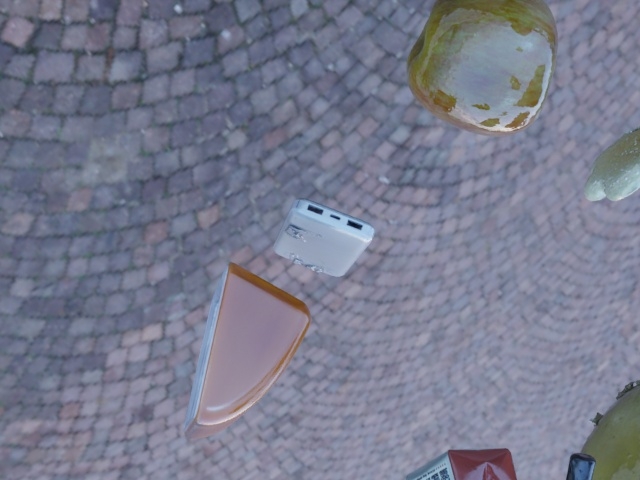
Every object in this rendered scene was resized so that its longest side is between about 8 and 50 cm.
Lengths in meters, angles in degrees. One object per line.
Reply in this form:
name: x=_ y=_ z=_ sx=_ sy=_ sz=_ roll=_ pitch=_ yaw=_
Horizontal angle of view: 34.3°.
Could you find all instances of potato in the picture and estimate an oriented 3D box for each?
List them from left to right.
potato: x=0.744 y=0.438 z=2.058 sx=0.385 sy=0.442 sz=0.319 roll=24 pitch=85 yaw=-27

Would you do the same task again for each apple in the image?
apple: x=0.265 y=-0.304 z=1.728 sx=0.264 sy=0.264 sz=0.264 roll=-25 pitch=143 yaw=-21

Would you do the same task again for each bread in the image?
bread: x=0.504 y=-0.139 z=1.585 sx=0.251 sy=0.039 sz=0.182 roll=-34 pitch=-168 yaw=41

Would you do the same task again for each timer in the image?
timer: x=-0.144 y=0.200 z=1.685 sx=0.250 sy=0.161 sz=0.257 roll=-63 pitch=-177 yaw=-20

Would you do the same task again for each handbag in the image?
handbag: x=0.272 y=0.532 z=1.851 sx=0.151 sy=0.298 sz=0.171 roll=6 pitch=148 yaw=-27

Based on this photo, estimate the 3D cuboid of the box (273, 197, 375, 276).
box: x=0.000 y=0.000 z=1.781 sx=0.285 sy=0.142 sz=0.044 roll=123 pitch=-11 yaw=-72

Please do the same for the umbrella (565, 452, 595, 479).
umbrella: x=0.386 y=0.505 z=1.649 sx=0.067 sy=0.073 sz=0.337 roll=9 pitch=94 yaw=-28
